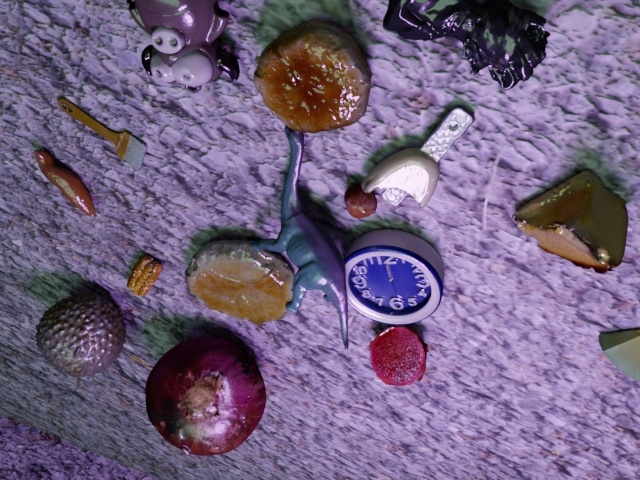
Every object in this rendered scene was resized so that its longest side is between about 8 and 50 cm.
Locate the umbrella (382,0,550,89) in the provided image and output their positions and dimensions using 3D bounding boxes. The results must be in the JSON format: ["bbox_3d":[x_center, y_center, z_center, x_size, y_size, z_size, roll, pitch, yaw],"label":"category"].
[{"bbox_3d":[0.199,-0.326,0.707,0.272,0.110,0.122,29,133,1],"label":"umbrella"}]

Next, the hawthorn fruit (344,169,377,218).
[{"bbox_3d":[0.070,-0.092,0.982,0.067,0.067,0.103,-27,105,36],"label":"hawthorn fruit"}]

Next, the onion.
[{"bbox_3d":[-0.333,0.461,1.474,0.348,0.347,0.385,21,167,2],"label":"onion"}]

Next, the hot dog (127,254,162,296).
[{"bbox_3d":[-0.496,0.101,1.368,0.071,0.045,0.165,34,131,-12],"label":"hot dog"}]

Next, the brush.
[{"bbox_3d":[-0.488,-0.246,1.092,0.218,0.010,0.082,34,133,-9],"label":"brush"}]

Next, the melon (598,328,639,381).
[{"bbox_3d":[0.724,0.260,1.062,0.262,0.053,0.114,31,115,-12],"label":"melon"}]

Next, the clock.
[{"bbox_3d":[0.157,0.084,1.087,0.231,0.083,0.230,12,131,14],"label":"clock"}]

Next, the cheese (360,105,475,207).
[{"bbox_3d":[0.186,-0.148,0.896,0.127,0.049,0.235,32,125,-7],"label":"cheese"}]

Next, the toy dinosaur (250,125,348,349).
[{"bbox_3d":[0.000,0.000,0.995,0.383,0.129,0.331,50,140,17],"label":"toy dinosaur"}]

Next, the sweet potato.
[{"bbox_3d":[-0.623,-0.141,1.205,0.202,0.058,0.055,54,169,-20],"label":"sweet potato"}]

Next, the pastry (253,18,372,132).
[{"bbox_3d":[-0.008,-0.271,0.833,0.193,0.093,0.182,-12,125,33],"label":"pastry"}]

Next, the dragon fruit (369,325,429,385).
[{"bbox_3d":[0.214,0.288,1.237,0.153,0.153,0.111,-9,168,26],"label":"dragon fruit"}]

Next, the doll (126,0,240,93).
[{"bbox_3d":[-0.232,-0.366,0.820,0.182,0.117,0.257,9,129,6],"label":"doll"}]

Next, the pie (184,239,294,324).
[{"bbox_3d":[-0.199,0.109,1.246,0.307,0.071,0.306,10,135,10],"label":"pie"}]

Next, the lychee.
[{"bbox_3d":[-0.723,0.282,1.491,0.255,0.255,0.274,28,101,-4],"label":"lychee"}]

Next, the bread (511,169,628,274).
[{"bbox_3d":[0.430,-0.009,0.847,0.140,0.160,0.169,40,131,-15],"label":"bread"}]
